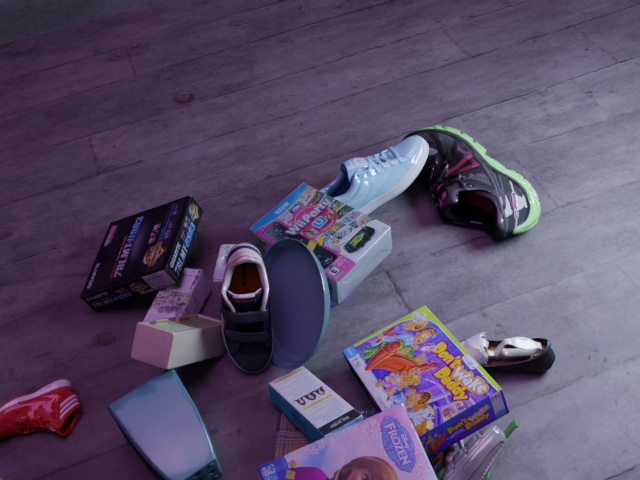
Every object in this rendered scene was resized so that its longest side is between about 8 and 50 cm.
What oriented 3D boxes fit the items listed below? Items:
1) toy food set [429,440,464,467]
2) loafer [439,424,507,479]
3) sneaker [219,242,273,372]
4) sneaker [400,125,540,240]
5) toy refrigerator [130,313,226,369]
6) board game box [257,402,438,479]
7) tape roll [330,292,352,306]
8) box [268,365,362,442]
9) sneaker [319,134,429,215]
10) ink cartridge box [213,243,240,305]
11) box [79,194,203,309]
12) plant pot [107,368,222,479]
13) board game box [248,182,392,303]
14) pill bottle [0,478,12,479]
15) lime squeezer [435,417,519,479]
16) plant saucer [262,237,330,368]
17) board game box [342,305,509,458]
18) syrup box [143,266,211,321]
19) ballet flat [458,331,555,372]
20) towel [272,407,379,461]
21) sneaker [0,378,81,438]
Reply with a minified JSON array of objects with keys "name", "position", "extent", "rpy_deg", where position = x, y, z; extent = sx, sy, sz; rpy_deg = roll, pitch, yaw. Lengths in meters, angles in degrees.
[{"name":"toy food set","position":[0.257,0.465,1.669],"extent":[0.122,0.019,0.077],"rpy_deg":[-9,47,0]},{"name":"loafer","position":[0.281,0.515,1.512],"extent":[0.111,0.112,0.319],"rpy_deg":[35,91,9]},{"name":"sneaker","position":[-0.178,0.172,1.806],"extent":[0.126,0.320,0.127],"rpy_deg":[-7,9,-5]},{"name":"sneaker","position":[0.383,-0.167,2.128],"extent":[0.202,0.185,0.483],"rpy_deg":[-33,50,-26]},{"name":"toy refrigerator","position":[-0.326,0.232,1.811],"extent":[0.102,0.269,0.094],"rpy_deg":[13,94,21]},{"name":"board game box","position":[0.082,0.523,1.455],"extent":[0.318,0.066,0.318],"rpy_deg":[-25,66,1]},{"name":"tape roll","position":[0.000,0.085,2.022],"extent":[0.189,0.080,0.189],"rpy_deg":[-5,46,5]},{"name":"box","position":[-0.013,0.378,1.708],"extent":[0.101,0.060,0.244],"rpy_deg":[-23,30,-26]},{"name":"sneaker","position":[0.139,-0.184,2.120],"extent":[0.366,0.150,0.135],"rpy_deg":[-42,42,1]},{"name":"ink cartridge box","position":[-0.215,0.112,1.963],"extent":[0.073,0.175,0.127],"rpy_deg":[-1,48,8]},{"name":"box","position":[-0.487,0.030,2.081],"extent":[0.294,0.073,0.295],"rpy_deg":[-15,40,22]},{"name":"plant pot","position":[-0.329,0.446,1.689],"extent":[0.166,0.165,0.234],"rpy_deg":[-31,58,-19]},{"name":"board game box","position":[0.000,0.000,1.982],"extent":[0.303,0.097,0.224],"rpy_deg":[28,57,31]},{"name":"pill bottle","position":[-0.682,0.578,1.640],"extent":[0.209,0.117,0.117],"rpy_deg":[4,48,13]},{"name":"lime squeezer","position":[0.284,0.475,1.597],"extent":[0.311,0.109,0.059],"rpy_deg":[-24,1,22]},{"name":"plant saucer","position":[-0.067,0.152,1.850],"extent":[0.044,0.317,0.317],"rpy_deg":[2,37,-36]},{"name":"board game box","position":[0.223,0.311,1.696],"extent":[0.233,0.078,0.347],"rpy_deg":[-28,32,-7]},{"name":"syrup box","position":[-0.377,0.186,1.974],"extent":[0.093,0.096,0.236],"rpy_deg":[5,49,16]},{"name":"ballet flat","position":[0.408,0.260,1.785],"extent":[0.281,0.096,0.095],"rpy_deg":[-5,45,5]},{"name":"towel","position":[0.021,0.514,1.615],"extent":[0.272,0.040,0.370],"rpy_deg":[-4,41,7]},{"name":"sneaker","position":[-0.677,0.428,1.802],"extent":[0.221,0.087,0.128],"rpy_deg":[-32,50,-19]}]
